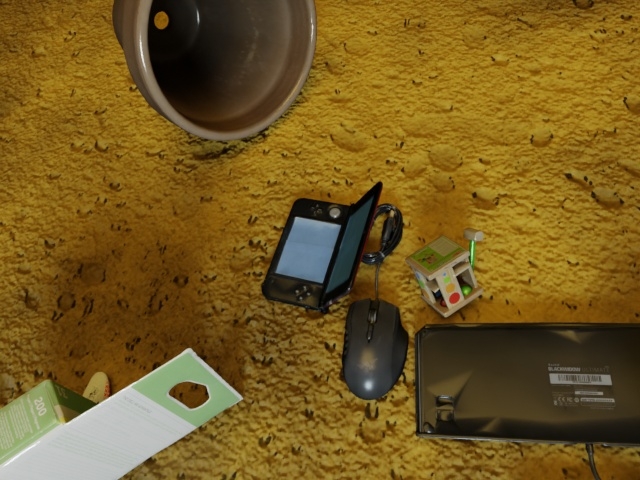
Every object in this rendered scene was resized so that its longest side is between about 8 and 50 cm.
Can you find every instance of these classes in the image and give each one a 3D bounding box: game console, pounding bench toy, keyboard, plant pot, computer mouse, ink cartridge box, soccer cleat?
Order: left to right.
[{"bbox_3d":[-0.257,0.185,0.627,0.029,0.035,0.083,3,62,12],"label":"soccer cleat"},{"bbox_3d":[-0.208,0.178,0.544,0.235,0.171,0.056,-34,60,-9],"label":"ink cartridge box"},{"bbox_3d":[-0.173,-0.295,0.782,0.263,0.263,0.229,-44,46,-14],"label":"plant pot"},{"bbox_3d":[0.000,0.000,0.655,0.124,0.085,0.144,11,63,16],"label":"game console"},{"bbox_3d":[0.064,0.057,0.637,0.071,0.041,0.242,0,60,12],"label":"computer mouse"},{"bbox_3d":[0.148,0.032,0.617,0.083,0.065,0.052,-32,28,-8],"label":"pounding bench toy"},{"bbox_3d":[0.251,0.175,0.541,0.317,0.033,0.201,-1,60,11],"label":"keyboard"}]
